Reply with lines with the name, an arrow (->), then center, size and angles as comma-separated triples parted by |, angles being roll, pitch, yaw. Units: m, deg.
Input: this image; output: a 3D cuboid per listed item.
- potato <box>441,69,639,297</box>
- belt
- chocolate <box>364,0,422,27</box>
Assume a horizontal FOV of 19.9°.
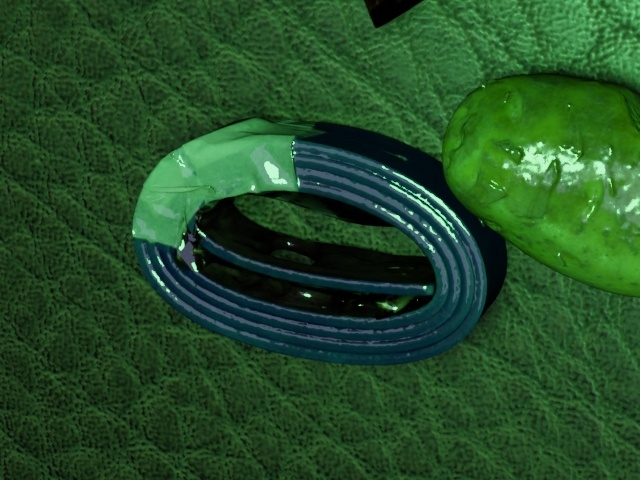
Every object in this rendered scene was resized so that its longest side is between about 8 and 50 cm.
potato -> 0.251, -0.049, 1.639 | 0.298, 0.141, 0.176 | 25, 121, 4
belt -> 0.000, 0.000, 1.736 | 0.347, 0.117, 0.212 | 13, 107, 14
chocolate -> 0.091, -0.265, 1.649 | 0.125, 0.148, 0.080 | -34, 90, -17
